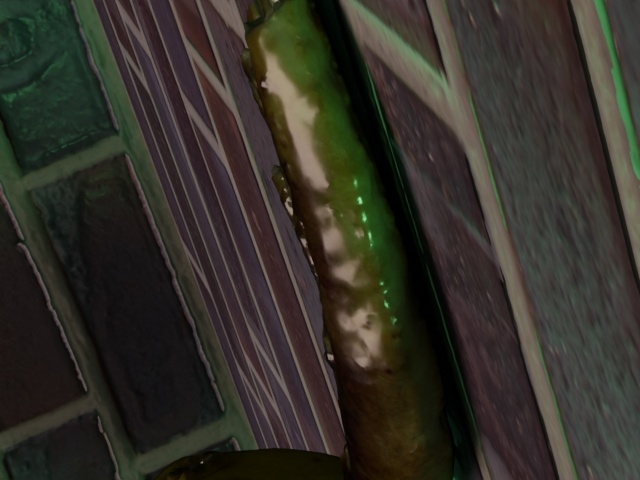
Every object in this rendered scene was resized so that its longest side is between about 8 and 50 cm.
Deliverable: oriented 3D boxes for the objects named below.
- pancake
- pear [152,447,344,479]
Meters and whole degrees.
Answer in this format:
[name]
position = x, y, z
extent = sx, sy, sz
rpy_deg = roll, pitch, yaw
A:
[pancake]
position = 0.002, 0.005, 1.147
extent = 0.426, 0.067, 0.304
rpy_deg = 78, 169, -62
[pear]
position = -0.018, 0.296, 1.474
extent = 0.321, 0.269, 0.269
rpy_deg = 57, 177, -21
